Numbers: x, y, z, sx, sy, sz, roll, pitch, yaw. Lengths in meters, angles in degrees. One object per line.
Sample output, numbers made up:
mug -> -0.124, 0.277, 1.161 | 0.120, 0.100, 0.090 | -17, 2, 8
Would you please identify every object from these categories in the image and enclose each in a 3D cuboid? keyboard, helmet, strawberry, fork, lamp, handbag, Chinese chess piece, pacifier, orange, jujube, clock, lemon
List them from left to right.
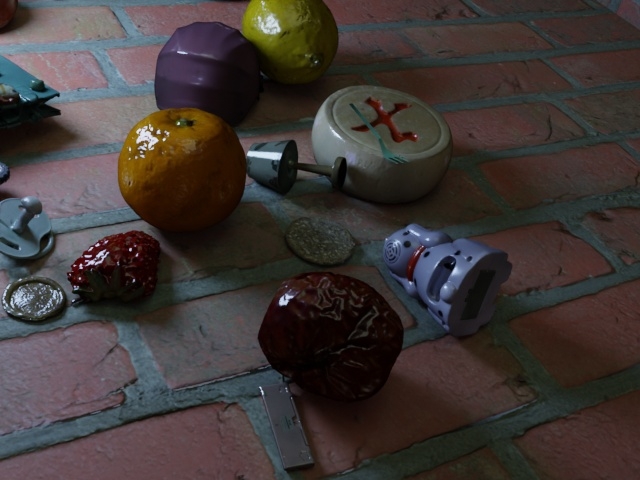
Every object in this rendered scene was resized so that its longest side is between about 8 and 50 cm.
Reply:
handbag -> -0.748, -0.325, 1.761 | 0.274, 0.100, 0.268 | 26, 32, 30
pacifier -> -0.548, -0.033, 1.515 | 0.126, 0.116, 0.150 | 36, 33, -14
strawberry -> -0.382, 0.026, 1.511 | 0.167, 0.087, 0.208 | 3, 39, -11
orange -> -0.275, -0.141, 1.627 | 0.261, 0.261, 0.261 | 8, 40, -7
helmet -> -0.275, -0.442, 2.014 | 0.270, 0.197, 0.338 | 13, 40, 3
keyboard -> -0.055, 0.304, 1.333 | 0.055, 0.017, 0.166 | -7, 43, -17
lemon -> -0.079, -0.537, 2.141 | 0.253, 0.254, 0.310 | -9, 46, -25
lamp -> -0.054, -0.161, 1.797 | 0.214, 0.121, 0.121 | 11, 38, 15
jujube -> 0.018, 0.155, 1.376 | 0.232, 0.213, 0.213 | 24, 40, 1
fork -> 0.123, -0.234, 1.806 | 0.039, 0.021, 0.235 | -8, 44, -30
Chinese chess piece -> 0.145, -0.231, 1.927 | 0.338, 0.141, 0.338 | 8, 40, -6
clock -> 0.228, 0.056, 1.615 | 0.188, 0.189, 0.254 | -17, 33, -32

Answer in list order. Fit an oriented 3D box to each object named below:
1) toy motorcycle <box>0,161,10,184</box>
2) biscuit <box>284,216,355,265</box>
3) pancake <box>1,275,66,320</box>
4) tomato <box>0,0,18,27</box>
toy motorcycle -> -0.738, -0.141, 1.601 | 0.229, 0.094, 0.130 | 16, 41, 10
biscuit -> 0.000, 0.000, 1.705 | 0.152, 0.020, 0.152 | 9, 40, -8
pancake -> -0.509, 0.103, 1.442 | 0.114, 0.011, 0.115 | 7, 40, -6
tomato -> -0.882, -0.647, 2.122 | 0.214, 0.181, 0.155 | 36, 26, 14
